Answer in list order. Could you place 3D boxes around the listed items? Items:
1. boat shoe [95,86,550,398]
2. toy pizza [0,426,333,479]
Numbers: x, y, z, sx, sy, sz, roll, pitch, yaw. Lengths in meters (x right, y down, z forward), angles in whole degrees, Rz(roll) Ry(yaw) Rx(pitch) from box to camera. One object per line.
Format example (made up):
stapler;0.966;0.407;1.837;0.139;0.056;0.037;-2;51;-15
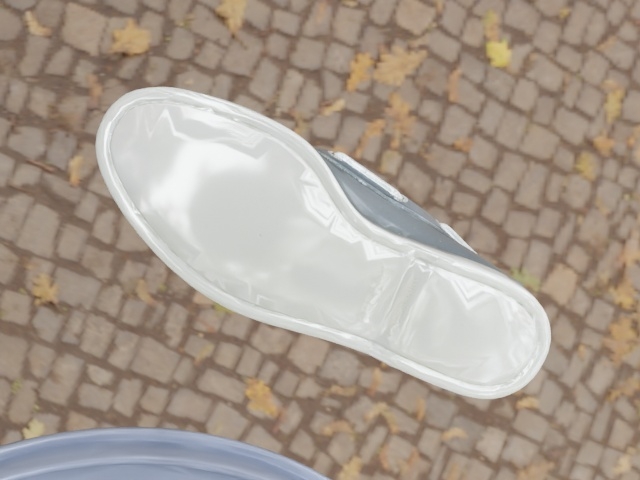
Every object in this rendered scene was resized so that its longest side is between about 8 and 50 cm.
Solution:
boat shoe;0.000;0.000;0.798;0.319;0.099;0.116;28;99;-10
toy pizza;-0.056;0.142;0.329;0.201;0.032;0.201;-3;103;-11
